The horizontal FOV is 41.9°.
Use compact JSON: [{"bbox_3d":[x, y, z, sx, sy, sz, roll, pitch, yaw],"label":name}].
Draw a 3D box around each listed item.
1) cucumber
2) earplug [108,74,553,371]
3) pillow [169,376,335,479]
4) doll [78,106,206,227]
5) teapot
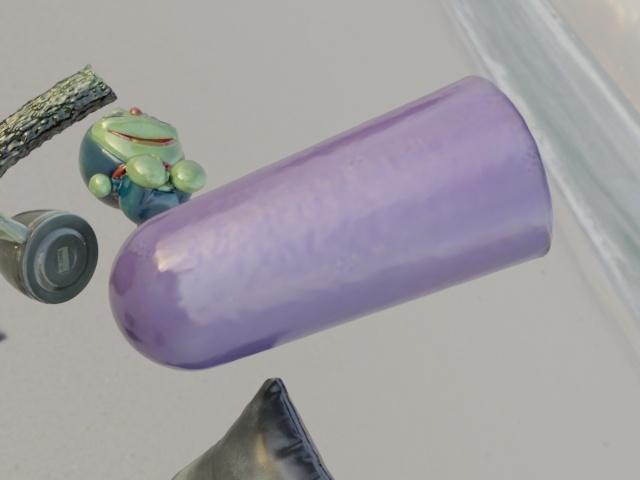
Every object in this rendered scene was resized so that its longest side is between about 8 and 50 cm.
[{"bbox_3d":[-0.337,-0.143,1.007,0.058,0.187,0.058,52,-9,12],"label":"cucumber"},{"bbox_3d":[0.000,0.000,0.888,0.215,0.455,0.215,158,-90,-82],"label":"earplug"},{"bbox_3d":[-0.089,0.307,0.989,0.106,0.250,0.186,11,38,-52],"label":"pillow"},{"bbox_3d":[-0.344,-0.131,1.560,0.198,0.186,0.322,8,27,-29],"label":"doll"},{"bbox_3d":[-0.286,-0.002,0.820,0.092,0.090,0.124,-47,138,-39],"label":"teapot"}]
